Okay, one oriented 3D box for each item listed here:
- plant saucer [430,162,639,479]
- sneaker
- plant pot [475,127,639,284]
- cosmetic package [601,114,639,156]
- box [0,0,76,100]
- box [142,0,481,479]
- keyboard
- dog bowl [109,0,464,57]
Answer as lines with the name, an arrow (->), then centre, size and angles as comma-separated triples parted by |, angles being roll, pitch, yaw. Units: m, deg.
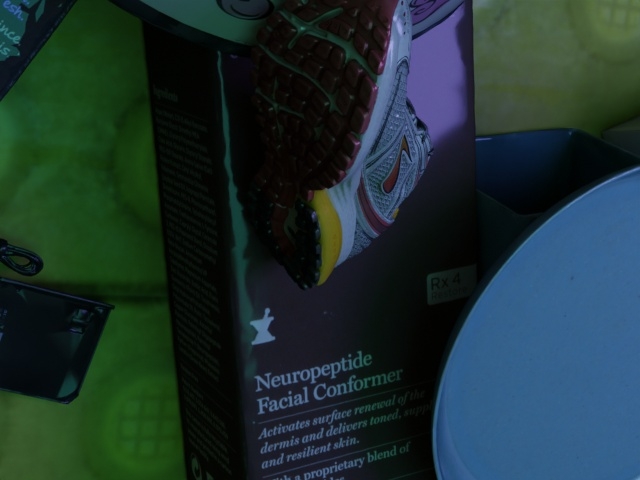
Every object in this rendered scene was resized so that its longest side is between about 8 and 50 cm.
plant saucer -> 0.208, 0.081, 0.895 | 0.317, 0.044, 0.318 | -12, 119, -22
sneaker -> 0.016, -0.067, 0.721 | 0.092, 0.088, 0.225 | -31, 158, -25
plant pot -> 0.163, 0.055, 0.979 | 0.165, 0.165, 0.234 | -8, 113, -25
cosmetic package -> 0.442, -0.068, 1.073 | 0.365, 0.155, 0.197 | -22, 101, -19
box -> -0.276, -0.108, 0.720 | 0.165, 0.143, 0.270 | 39, 84, -28
box -> 0.000, 0.000, 0.894 | 0.191, 0.143, 0.382 | -11, 106, -24
keyboard -> -0.228, 0.041, 0.855 | 0.180, 0.023, 0.108 | 17, 102, -30
dog bowl -> -0.009, -0.312, 0.706 | 0.408, 0.150, 0.408 | 9, 73, -30
